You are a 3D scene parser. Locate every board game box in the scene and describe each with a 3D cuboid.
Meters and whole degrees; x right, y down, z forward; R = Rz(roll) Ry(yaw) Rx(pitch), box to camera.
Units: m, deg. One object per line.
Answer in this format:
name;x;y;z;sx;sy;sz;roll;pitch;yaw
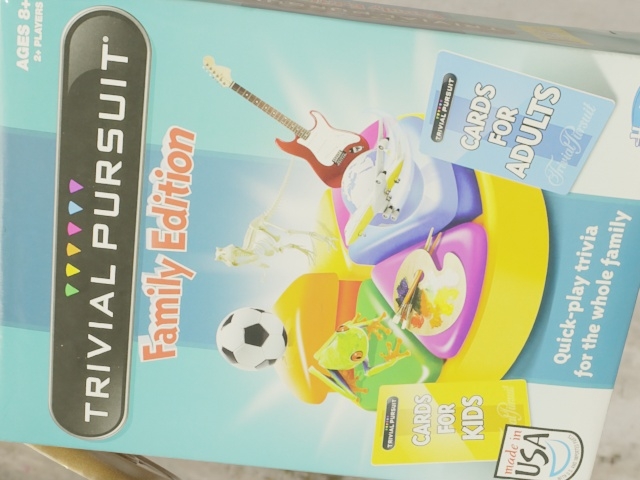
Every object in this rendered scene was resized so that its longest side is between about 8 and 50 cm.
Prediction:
board game box;0.000;0.000;0.573;0.335;0.079;0.254;6;111;-3

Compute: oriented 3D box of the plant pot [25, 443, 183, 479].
plant pot;-0.231;0.227;1.110;0.236;0.032;0.236;25;169;5
